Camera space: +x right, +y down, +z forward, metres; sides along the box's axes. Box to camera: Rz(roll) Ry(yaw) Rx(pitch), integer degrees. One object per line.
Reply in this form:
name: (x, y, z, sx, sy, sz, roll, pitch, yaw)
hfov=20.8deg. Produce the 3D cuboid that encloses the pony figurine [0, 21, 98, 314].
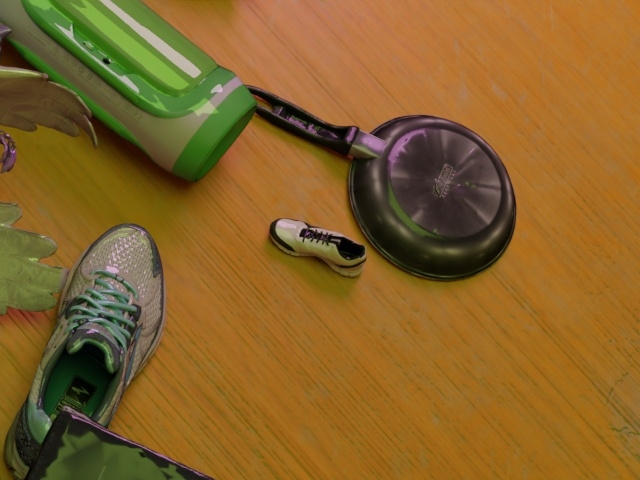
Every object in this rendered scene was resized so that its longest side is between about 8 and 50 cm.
pony figurine: (-0.392, -0.106, 1.618, 0.351, 0.302, 0.363, 6, 41, -12)

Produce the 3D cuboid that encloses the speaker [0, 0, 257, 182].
speaker: (-0.212, -0.192, 1.788, 0.296, 0.131, 0.131, 39, 61, 2)

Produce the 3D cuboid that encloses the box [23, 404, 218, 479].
box: (-0.116, 0.471, 1.418, 0.472, 0.297, 0.480, 27, 62, -6)

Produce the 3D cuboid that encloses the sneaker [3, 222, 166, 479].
sneaker: (-0.207, 0.100, 1.657, 0.110, 0.122, 0.283, 21, 62, -8)

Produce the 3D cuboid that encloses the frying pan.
frying pan: (0.085, -0.101, 1.890, 0.197, 0.053, 0.326, -39, 85, -29)

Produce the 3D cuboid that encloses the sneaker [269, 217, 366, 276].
sneaker: (0.000, 0.000, 1.816, 0.109, 0.044, 0.040, 21, 64, -6)
